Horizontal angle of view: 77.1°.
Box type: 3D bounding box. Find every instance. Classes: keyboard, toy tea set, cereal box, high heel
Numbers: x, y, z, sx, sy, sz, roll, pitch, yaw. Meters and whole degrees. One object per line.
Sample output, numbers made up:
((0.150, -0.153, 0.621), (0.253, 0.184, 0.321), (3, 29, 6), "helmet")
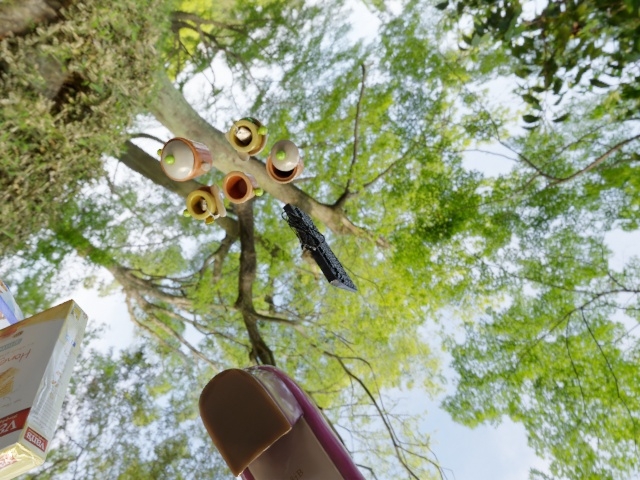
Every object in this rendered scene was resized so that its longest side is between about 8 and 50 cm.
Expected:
((0.000, 0.000, 0.670), (0.038, 0.100, 0.192), (-47, -127, 18), "keyboard")
((-0.205, -0.163, 0.876), (0.336, 0.199, 0.124), (-19, -175, 20), "toy tea set")
((-0.390, 0.185, 0.477), (0.173, 0.047, 0.240), (-24, -148, -6), "cereal box")
((0.024, 0.276, 0.364), (0.127, 0.181, 0.377), (-30, -110, -7), "high heel")

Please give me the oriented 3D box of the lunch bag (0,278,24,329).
((-0.839, 0.168, 0.833), (0.328, 0.238, 0.385), (-30, 171, -33), "lunch bag")
